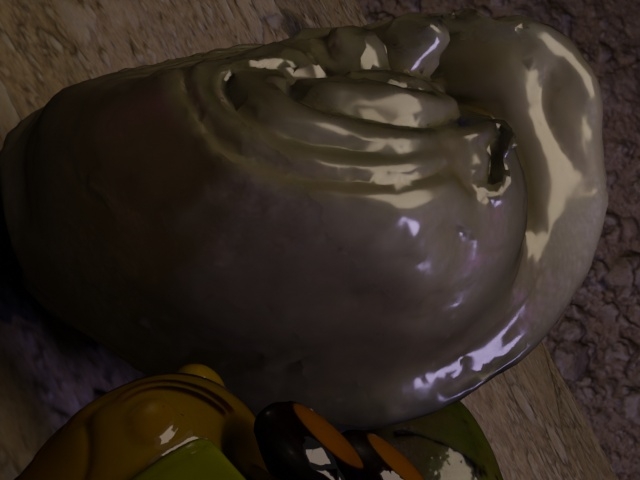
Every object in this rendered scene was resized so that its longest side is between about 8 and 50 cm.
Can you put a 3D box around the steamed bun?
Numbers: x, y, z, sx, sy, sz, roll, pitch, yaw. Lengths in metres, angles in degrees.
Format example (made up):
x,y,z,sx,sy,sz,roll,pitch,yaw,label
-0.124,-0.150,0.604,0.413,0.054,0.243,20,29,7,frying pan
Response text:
x,y,z,sx,sy,sz,roll,pitch,yaw,label
0.000,0.000,0.915,0.339,0.352,0.247,-14,92,-34,steamed bun

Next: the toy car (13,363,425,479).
x,y,z,sx,sy,sz,roll,pitch,yaw,label
-0.069,0.140,0.716,0.142,0.200,0.248,44,4,27,toy car

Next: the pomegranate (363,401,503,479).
x,y,z,sx,sy,sz,roll,pitch,yaw,label
0.036,0.178,1.022,0.210,0.179,0.179,73,-4,-67,pomegranate
